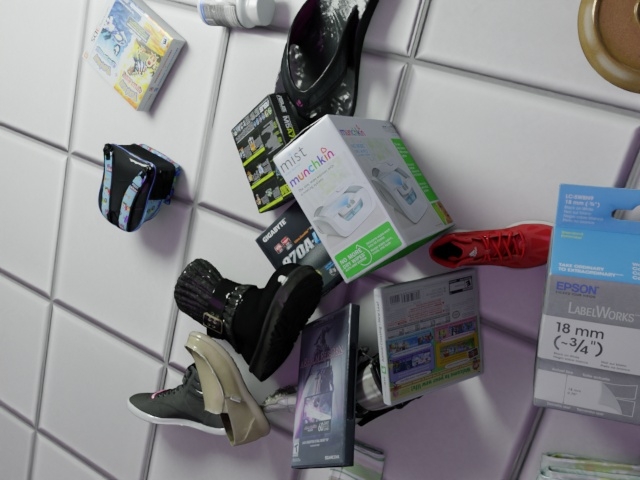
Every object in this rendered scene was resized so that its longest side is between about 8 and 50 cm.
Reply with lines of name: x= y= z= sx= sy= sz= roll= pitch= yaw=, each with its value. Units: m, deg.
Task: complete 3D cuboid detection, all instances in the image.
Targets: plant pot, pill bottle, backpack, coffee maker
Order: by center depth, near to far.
plant pot: x=0.495 y=-0.331 z=0.885 sx=0.236 sy=0.032 sz=0.236 roll=5 pitch=101 yaw=26
coffee maker: x=0.116 y=0.267 z=1.132 sx=0.178 sy=0.171 sz=0.120 roll=-42 pitch=52 yaw=48
pill bottle: x=-0.162 y=-0.451 z=1.186 sx=0.137 sy=0.078 sz=0.078 roll=12 pitch=104 yaw=25
backpack: x=-0.404 y=-0.112 z=1.350 sx=0.158 sy=0.117 sz=0.173 roll=27 pitch=109 yaw=21

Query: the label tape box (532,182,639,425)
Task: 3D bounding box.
label tape box: x=0.453 y=0.098 z=0.906 sx=0.240 sy=0.106 sz=0.334 roll=7 pitch=108 yaw=20

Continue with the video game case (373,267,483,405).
video game case: x=0.187 y=0.157 z=1.040 sx=0.023 sy=0.212 sz=0.194 roll=5 pitch=102 yaw=59

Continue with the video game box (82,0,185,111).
video game box: x=-0.412 y=-0.418 z=1.344 sx=0.205 sy=0.048 sz=0.187 roll=43 pitch=118 yaw=15

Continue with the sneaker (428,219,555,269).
sneaker: x=0.283 y=0.019 z=1.000 sx=0.221 sy=0.128 sz=0.087 roll=-9 pitch=94 yaw=29

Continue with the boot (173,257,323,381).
boot: x=-0.156 y=0.106 z=1.203 sx=0.260 sy=0.131 sz=0.348 roll=42 pitch=136 yaw=15

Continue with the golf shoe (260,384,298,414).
golf shoe: x=-0.051 y=0.340 z=1.271 sx=0.176 sy=0.069 sz=0.086 roll=-27 pitch=92 yaw=30

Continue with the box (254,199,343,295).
box: x=0.000 y=0.000 z=1.191 sx=0.220 sy=0.051 sz=0.175 roll=-41 pitch=80 yaw=28

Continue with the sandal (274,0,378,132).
sandal: x=0.001 y=-0.359 z=1.099 sx=0.167 sy=0.107 sz=0.446 roll=23 pitch=109 yaw=23

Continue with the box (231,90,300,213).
box: x=-0.093 y=-0.161 z=1.172 sx=0.190 sy=0.045 sz=0.184 roll=-23 pitch=88 yaw=59

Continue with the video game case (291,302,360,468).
video game case: x=0.008 y=0.270 z=1.125 sx=0.196 sy=0.026 sz=0.274 roll=-35 pitch=47 yaw=55

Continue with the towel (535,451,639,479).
towel: x=0.522 y=0.538 z=0.989 sx=0.320 sy=0.090 sz=0.375 roll=-2 pitch=98 yaw=31

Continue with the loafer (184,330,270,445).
loafer: x=-0.202 y=0.307 z=1.253 sx=0.269 sy=0.092 sz=0.102 roll=57 pitch=152 yaw=-6

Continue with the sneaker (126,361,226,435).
sneaker: x=-0.307 y=0.336 z=1.388 sx=0.295 sy=0.104 sz=0.147 roll=4 pitch=98 yaw=21

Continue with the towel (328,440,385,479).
towel: x=0.068 y=0.481 z=1.253 sx=0.113 sy=0.023 sz=0.152 roll=15 pitch=105 yaw=26

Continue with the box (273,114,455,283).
box: x=0.079 y=-0.076 z=1.018 sx=0.126 sy=0.262 sz=0.231 roll=-34 pitch=81 yaw=27
